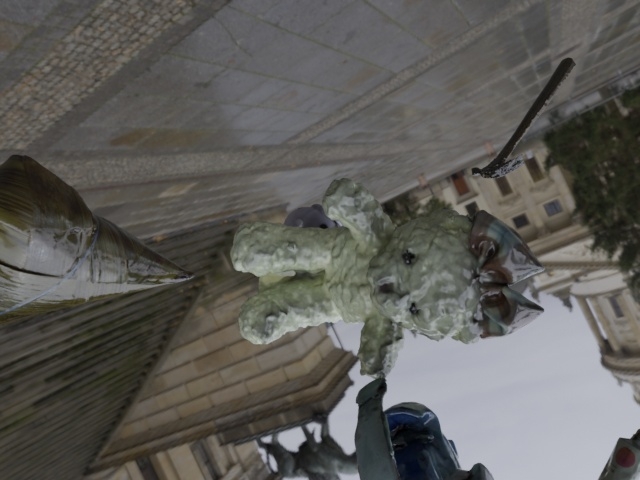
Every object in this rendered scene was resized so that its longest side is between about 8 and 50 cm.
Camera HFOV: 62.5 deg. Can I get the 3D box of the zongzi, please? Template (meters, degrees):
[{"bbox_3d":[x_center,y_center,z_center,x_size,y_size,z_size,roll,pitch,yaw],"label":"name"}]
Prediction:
[{"bbox_3d":[-0.370,0.063,0.744,0.286,0.138,0.300,-41,132,22],"label":"zongzi"}]

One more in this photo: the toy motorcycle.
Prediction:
[{"bbox_3d":[0.145,0.323,0.705,0.182,0.241,0.319,-6,-158,6],"label":"toy motorcycle"}]

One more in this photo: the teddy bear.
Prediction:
[{"bbox_3d":[0.068,0.066,0.810,0.376,0.327,0.362,-6,-174,-14],"label":"teddy bear"}]

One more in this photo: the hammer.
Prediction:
[{"bbox_3d":[0.412,-0.242,1.042,0.297,0.027,0.125,-53,-157,-8],"label":"hammer"}]

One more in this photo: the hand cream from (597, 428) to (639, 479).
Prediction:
[{"bbox_3d":[0.681,0.596,1.251,0.340,0.078,0.124,-59,171,1],"label":"hand cream"}]

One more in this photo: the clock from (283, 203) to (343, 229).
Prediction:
[{"bbox_3d":[0.003,0.002,1.147,0.189,0.188,0.254,-26,162,6],"label":"clock"}]
